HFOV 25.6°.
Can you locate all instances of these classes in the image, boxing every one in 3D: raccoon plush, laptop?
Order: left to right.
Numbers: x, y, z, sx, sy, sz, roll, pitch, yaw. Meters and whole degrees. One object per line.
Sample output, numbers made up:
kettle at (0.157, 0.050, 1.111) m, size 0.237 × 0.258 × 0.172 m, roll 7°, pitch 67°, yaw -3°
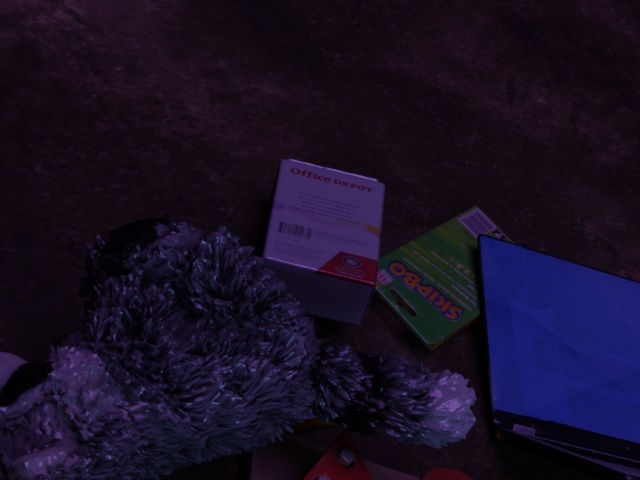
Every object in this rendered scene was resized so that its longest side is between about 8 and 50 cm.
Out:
raccoon plush at (-0.088, 0.163, 1.212) m, size 0.447 × 0.216 × 0.299 m, roll 11°, pitch 45°, yaw 4°
laptop at (0.407, 0.162, 1.606) m, size 0.382 × 0.408 × 0.236 m, roll 16°, pitch 87°, yaw -23°

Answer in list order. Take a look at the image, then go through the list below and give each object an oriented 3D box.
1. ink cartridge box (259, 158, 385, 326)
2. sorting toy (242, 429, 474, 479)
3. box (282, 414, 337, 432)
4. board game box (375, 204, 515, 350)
ink cartridge box at (0.000, 0.000, 1.587) m, size 0.128 × 0.072 × 0.175 m, roll 13°, pitch 42°, yaw -4°
sorting toy at (0.056, 0.300, 1.331) m, size 0.257 × 0.089 × 0.255 m, roll 21°, pitch 41°, yaw -18°
box at (-0.006, 0.156, 1.481) m, size 0.136 × 0.028 × 0.081 m, roll -5°, pitch 53°, yaw -37°
board game box at (0.157, 0.045, 1.706) m, size 0.124 × 0.039 × 0.259 m, roll 47°, pitch 38°, yaw 15°
